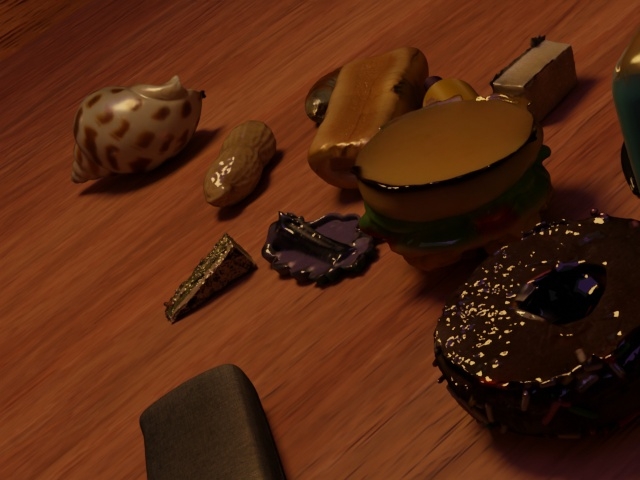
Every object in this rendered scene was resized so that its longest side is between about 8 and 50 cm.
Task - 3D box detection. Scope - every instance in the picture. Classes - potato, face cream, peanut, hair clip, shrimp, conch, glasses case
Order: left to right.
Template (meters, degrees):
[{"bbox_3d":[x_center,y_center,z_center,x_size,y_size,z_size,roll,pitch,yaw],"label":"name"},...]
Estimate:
[{"bbox_3d":[-0.327,-0.180,2.123,0.275,0.183,0.148,-14,61,40],"label":"conch"},{"bbox_3d":[-0.102,0.237,1.238,0.131,0.074,0.323,-30,26,1],"label":"glasses case"},{"bbox_3d":[-0.122,-0.113,1.883,0.082,0.082,0.187,-15,30,26],"label":"peanut"},{"bbox_3d":[-0.001,-0.001,1.594,0.124,0.052,0.195,-45,35,-18],"label":"hair clip"},{"bbox_3d":[0.058,-0.237,1.968,0.166,0.049,0.161,-9,30,20],"label":"shrimp"},{"bbox_3d":[0.183,-0.165,1.666,0.078,0.078,0.273,-27,26,4],"label":"face cream"},{"bbox_3d":[0.282,-0.209,1.648,0.061,0.086,0.122,21,52,41],"label":"potato"}]

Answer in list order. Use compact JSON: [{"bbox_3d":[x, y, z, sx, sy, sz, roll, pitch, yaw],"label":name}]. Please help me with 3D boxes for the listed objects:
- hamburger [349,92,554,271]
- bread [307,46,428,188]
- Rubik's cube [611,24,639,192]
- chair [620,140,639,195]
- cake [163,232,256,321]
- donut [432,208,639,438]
[{"bbox_3d":[0.154,-0.055,1.425,0.237,0.149,0.237,-15,29,9],"label":"hamburger"},{"bbox_3d":[0.072,-0.173,1.774,0.142,0.091,0.305,-15,29,24],"label":"bread"},{"bbox_3d":[0.469,-0.089,0.939,0.352,0.351,0.347,-1,37,48],"label":"Rubik's cube"},{"bbox_3d":[0.445,-0.161,1.350,0.154,0.141,0.260,-61,-4,-48],"label":"chair"},{"bbox_3d":[-0.155,0.048,1.655,0.140,0.055,0.051,-36,33,-9],"label":"cake"},{"bbox_3d":[0.233,0.078,1.159,0.270,0.103,0.269,-23,29,14],"label":"donut"}]
